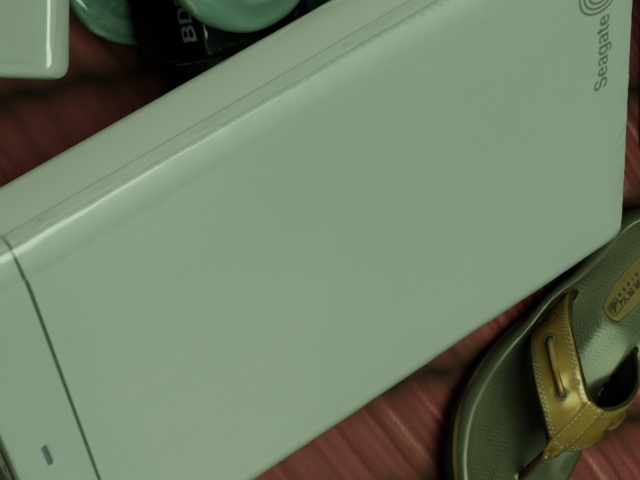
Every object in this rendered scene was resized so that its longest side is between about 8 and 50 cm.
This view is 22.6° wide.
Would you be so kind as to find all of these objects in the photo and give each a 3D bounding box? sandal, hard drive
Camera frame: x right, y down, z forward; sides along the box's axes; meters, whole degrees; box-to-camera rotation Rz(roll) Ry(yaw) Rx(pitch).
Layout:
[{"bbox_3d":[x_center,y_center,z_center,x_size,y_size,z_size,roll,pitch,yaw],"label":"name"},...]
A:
[{"bbox_3d":[0.147,0.072,0.875,0.219,0.060,0.090,-48,112,-14],"label":"sandal"},{"bbox_3d":[0.000,0.000,0.744,0.353,0.047,0.233,-32,142,-20],"label":"hard drive"}]

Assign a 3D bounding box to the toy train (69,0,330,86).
[{"bbox_3d":[-0.038,-0.229,0.725,0.190,0.142,0.334,-21,104,-32],"label":"toy train"}]

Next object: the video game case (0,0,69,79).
[{"bbox_3d":[-0.210,-0.170,0.634,0.227,0.026,0.206,3,96,10],"label":"video game case"}]
